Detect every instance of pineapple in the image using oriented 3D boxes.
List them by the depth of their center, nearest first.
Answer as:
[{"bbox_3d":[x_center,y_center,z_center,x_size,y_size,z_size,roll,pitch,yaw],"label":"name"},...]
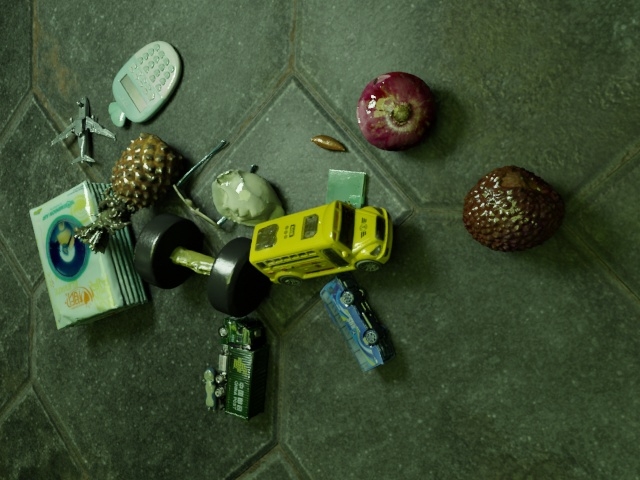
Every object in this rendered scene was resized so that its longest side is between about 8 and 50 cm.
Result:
[{"bbox_3d":[-0.536,-0.127,1.505,0.175,0.175,0.361,37,86,20],"label":"pineapple"}]

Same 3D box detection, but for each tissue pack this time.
[{"bbox_3d":[-0.705,0.046,1.646,0.287,0.162,0.388,-20,84,28],"label":"tissue pack"}]

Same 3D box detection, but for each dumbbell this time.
[{"bbox_3d":[-0.306,0.062,1.429,0.322,0.204,0.204,17,100,24],"label":"dumbbell"}]

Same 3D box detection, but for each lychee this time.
[{"bbox_3d":[0.384,-0.055,1.111,0.188,0.188,0.188,1,93,26],"label":"lychee"}]

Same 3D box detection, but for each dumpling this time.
[{"bbox_3d":[-0.193,-0.098,1.416,0.155,0.111,0.181,-34,91,28],"label":"dumpling"}]

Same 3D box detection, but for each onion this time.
[{"bbox_3d":[0.169,-0.286,1.211,0.177,0.153,0.177,9,125,13],"label":"onion"}]

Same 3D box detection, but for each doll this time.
[{"bbox_3d":[-0.313,0.424,1.547,0.037,0.027,0.125,-1,92,19],"label":"doll"}]

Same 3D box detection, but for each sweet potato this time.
[{"bbox_3d":[0.020,-0.242,1.352,0.095,0.034,0.034,21,102,12],"label":"sweet potato"}]

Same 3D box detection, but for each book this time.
[{"bbox_3d":[0.062,-0.105,1.346,0.103,0.017,0.135,10,97,25],"label":"book"}]

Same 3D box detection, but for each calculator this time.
[{"bbox_3d":[-0.521,-0.454,1.599,0.295,0.042,0.184,-39,76,19],"label":"calculator"}]

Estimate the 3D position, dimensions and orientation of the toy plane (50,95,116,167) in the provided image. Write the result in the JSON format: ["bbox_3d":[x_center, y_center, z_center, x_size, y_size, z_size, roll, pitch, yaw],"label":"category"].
[{"bbox_3d":[-0.744,-0.345,1.702,0.226,0.058,0.226,-3,91,10],"label":"toy plane"}]

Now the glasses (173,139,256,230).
[{"bbox_3d":[-0.296,-0.157,1.477,0.189,0.088,0.220,42,109,19],"label":"glasses"}]

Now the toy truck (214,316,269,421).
[{"bbox_3d":[-0.213,0.337,1.463,0.121,0.088,0.259,8,97,26],"label":"toy truck"}]

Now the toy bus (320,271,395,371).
[{"bbox_3d":[0.087,0.197,1.314,0.094,0.079,0.236,-36,77,25],"label":"toy bus"}]

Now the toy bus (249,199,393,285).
[{"bbox_3d":[0.000,0.000,1.271,0.330,0.152,0.144,-14,55,32],"label":"toy bus"}]
